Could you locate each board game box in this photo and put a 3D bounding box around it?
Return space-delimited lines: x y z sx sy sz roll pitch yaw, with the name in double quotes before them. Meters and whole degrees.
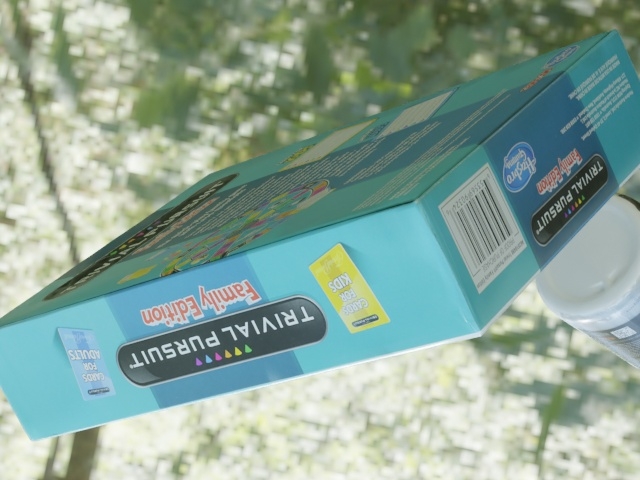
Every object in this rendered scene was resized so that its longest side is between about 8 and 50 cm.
"board game box" 0.000 0.000 1.016 0.336 0.079 0.254 -17 -166 39

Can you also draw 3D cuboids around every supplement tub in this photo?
"supplement tub" 0.276 0.044 1.478 0.117 0.117 0.190 8 164 43
